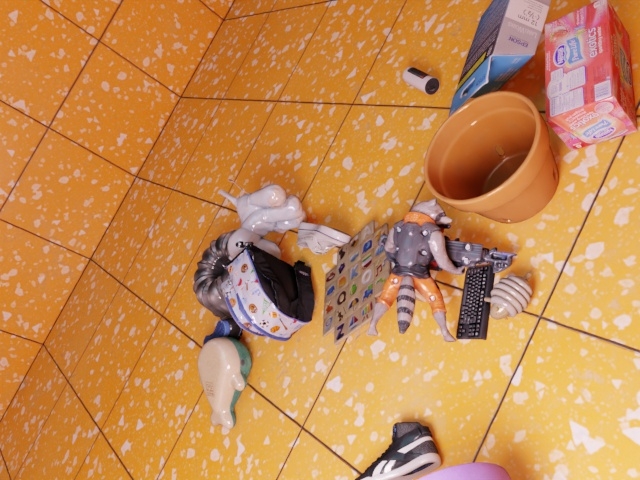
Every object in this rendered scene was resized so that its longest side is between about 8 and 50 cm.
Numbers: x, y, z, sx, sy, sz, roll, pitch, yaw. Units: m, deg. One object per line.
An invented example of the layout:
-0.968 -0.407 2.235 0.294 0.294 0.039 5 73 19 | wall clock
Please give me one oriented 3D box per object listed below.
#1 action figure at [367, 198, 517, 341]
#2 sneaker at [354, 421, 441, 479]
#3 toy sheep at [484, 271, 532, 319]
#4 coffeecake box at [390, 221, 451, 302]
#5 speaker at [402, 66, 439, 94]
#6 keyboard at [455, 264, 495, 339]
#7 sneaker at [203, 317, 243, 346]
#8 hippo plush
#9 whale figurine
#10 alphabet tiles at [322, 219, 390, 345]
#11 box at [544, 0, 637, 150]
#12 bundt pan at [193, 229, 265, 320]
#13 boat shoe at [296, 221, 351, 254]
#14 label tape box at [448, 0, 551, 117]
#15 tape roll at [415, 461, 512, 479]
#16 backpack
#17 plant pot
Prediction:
0.260 0.061 1.386 0.341 0.178 0.330 -1 76 30 | action figure
0.162 0.482 1.358 0.217 0.079 0.121 -31 41 19 | sneaker
0.415 0.119 1.316 0.132 0.091 0.091 -52 37 -10 | toy sheep
0.236 0.053 1.570 0.142 0.068 0.185 9 72 51 | coffeecake box
0.312 -0.497 1.878 0.055 0.055 0.136 -51 38 9 | speaker
0.369 0.142 1.400 0.108 0.023 0.180 -9 60 44 | keyboard
-0.315 0.324 1.992 0.232 0.091 0.081 -48 55 48 | sneaker
-0.196 -0.041 1.935 0.234 0.294 0.236 -34 35 60 | hippo plush
-0.283 0.433 1.860 0.216 0.141 0.271 -8 83 44 | whale figurine
0.096 0.109 1.661 0.285 0.011 0.342 -44 29 37 | alphabet tiles
0.615 -0.379 1.387 0.154 0.142 0.299 -16 53 41 | box
-0.327 0.107 2.113 0.331 0.124 0.330 -26 48 34 | bundt pan
0.000 0.000 1.841 0.267 0.096 0.088 13 84 57 | boat shoe
0.466 -0.489 1.568 0.249 0.115 0.347 129 161 -76 | label tape box
0.233 0.514 1.087 0.275 0.275 0.090 -43 41 19 | tape roll
-0.152 0.167 1.780 0.213 0.277 0.263 -50 45 18 | backpack
0.417 -0.170 1.414 0.291 0.203 0.290 -27 47 33 | plant pot
